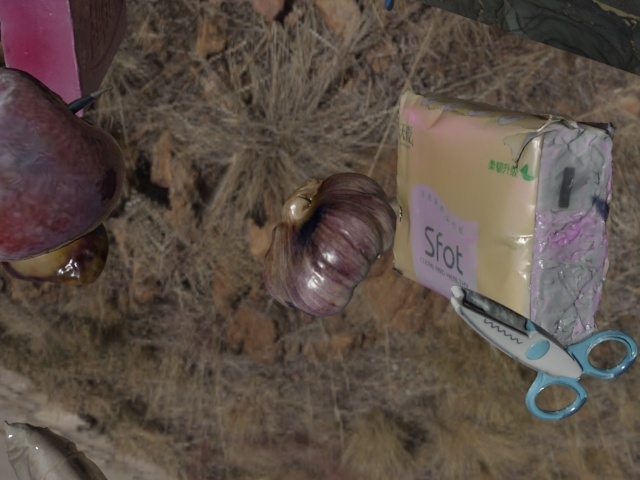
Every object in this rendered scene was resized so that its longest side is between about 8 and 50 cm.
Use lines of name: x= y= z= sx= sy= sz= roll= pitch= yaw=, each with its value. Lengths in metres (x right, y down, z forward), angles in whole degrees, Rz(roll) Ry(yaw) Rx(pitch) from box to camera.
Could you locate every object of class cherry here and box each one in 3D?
cherry: x=-0.368 y=-0.099 z=1.027 sx=0.285 sy=0.213 sz=0.236 roll=-42 pitch=105 yaw=-2

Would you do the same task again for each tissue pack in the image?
tissue pack: x=0.171 y=-0.033 z=0.807 sx=0.123 sy=0.256 sz=0.215 roll=-5 pitch=106 yaw=-21

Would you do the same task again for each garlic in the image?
garlic: x=0.000 y=0.000 z=1.204 sx=0.160 sy=0.245 sz=0.245 roll=37 pitch=127 yaw=-19

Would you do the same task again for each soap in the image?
soap: x=-0.437 y=-0.397 z=1.413 sx=0.128 sy=0.360 sz=0.233 roll=4 pitch=128 yaw=-2

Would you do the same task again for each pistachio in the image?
pistachio: x=-0.420 y=-0.005 z=1.274 sx=0.165 sy=0.210 sz=0.130 roll=-54 pitch=164 yaw=1

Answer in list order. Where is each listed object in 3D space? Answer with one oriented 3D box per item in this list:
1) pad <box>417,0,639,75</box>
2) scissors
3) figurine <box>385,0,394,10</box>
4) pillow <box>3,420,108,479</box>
pad: x=0.112 y=-0.223 z=0.578 sx=0.007 sy=0.367 sz=0.247 roll=-50 pitch=136 yaw=-4
scissors: x=0.093 y=0.045 z=0.351 sx=0.058 sy=0.014 sz=0.119 roll=-45 pitch=130 yaw=16
figurine: x=0.160 y=-0.447 z=1.396 sx=0.136 sy=0.077 sz=0.079 roll=-8 pitch=125 yaw=21
pillow: x=-0.227 y=0.253 z=0.774 sx=0.067 sy=0.173 sz=0.270 roll=-36 pitch=164 yaw=-21
